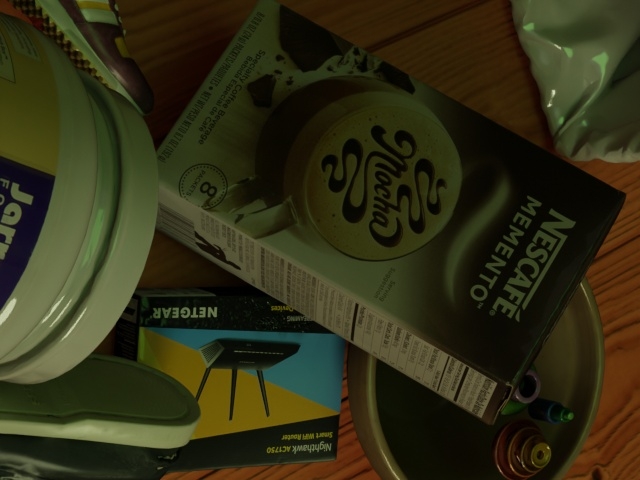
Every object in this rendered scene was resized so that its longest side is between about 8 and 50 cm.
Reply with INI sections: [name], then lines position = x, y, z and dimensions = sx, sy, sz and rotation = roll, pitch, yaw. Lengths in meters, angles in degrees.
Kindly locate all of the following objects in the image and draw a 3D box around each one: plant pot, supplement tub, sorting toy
[plant pot]
position = 0.103, 0.096, 1.479
dimensions = 0.237, 0.110, 0.237
rotation = -3, 96, -33
[supplement tub]
position = -0.284, -0.048, 1.096
dimensions = 0.331, 0.241, 0.241
rotation = 21, 82, -43
[sorting toy]
position = 0.162, 0.135, 1.430
dimensions = 0.061, 0.042, 0.102
rotation = -9, 98, -33

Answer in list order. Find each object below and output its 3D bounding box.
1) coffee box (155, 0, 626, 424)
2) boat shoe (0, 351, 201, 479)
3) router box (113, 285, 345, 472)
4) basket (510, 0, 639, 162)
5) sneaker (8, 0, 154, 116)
[coffee box]
position = 0.043, -0.021, 1.333
dimensions = 0.297, 0.119, 0.168
rotation = 29, 73, 9
[boat shoe]
position = -0.253, 0.128, 1.244
dimensions = 0.340, 0.127, 0.113
rotation = 8, 115, -32
[router box]
position = -0.068, 0.102, 1.397
dimensions = 0.179, 0.046, 0.133
rotation = 0, 98, -32
[basket]
position = 0.334, -0.260, 1.486
dimensions = 0.266, 0.328, 0.331
rotation = -30, 109, -33
[sneaker]
position = -0.163, -0.171, 1.309
dimensions = 0.084, 0.069, 0.185
rotation = -47, 117, -16
